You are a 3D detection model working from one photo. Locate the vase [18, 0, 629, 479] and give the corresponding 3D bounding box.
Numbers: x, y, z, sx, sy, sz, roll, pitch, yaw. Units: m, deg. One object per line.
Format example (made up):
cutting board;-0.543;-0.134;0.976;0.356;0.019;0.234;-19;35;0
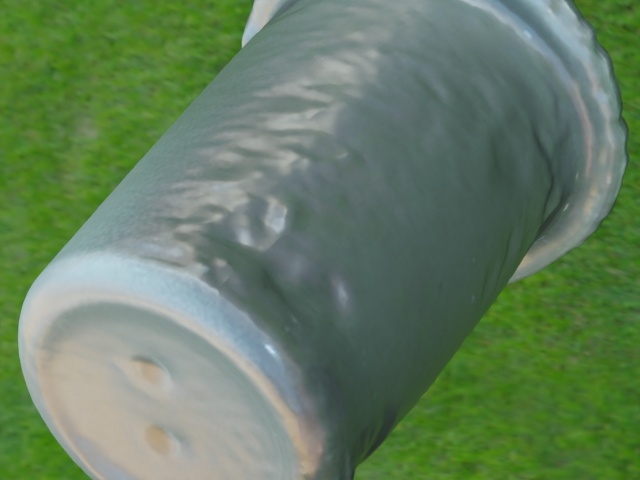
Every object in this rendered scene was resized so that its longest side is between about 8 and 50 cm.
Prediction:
vase;0.000;0.000;0.871;0.245;0.291;0.245;18;132;21
